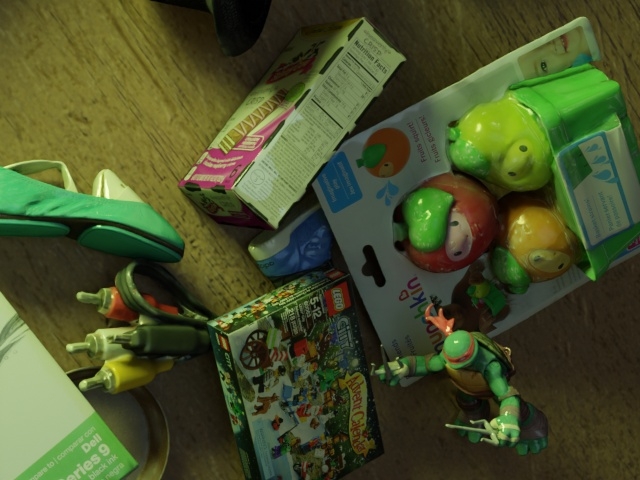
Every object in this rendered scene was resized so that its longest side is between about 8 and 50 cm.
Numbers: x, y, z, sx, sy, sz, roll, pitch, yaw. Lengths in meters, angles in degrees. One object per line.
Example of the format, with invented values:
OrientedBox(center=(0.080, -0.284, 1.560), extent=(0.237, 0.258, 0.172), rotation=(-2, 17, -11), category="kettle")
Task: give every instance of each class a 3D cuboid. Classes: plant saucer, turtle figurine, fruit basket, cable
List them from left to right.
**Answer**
OrientedBox(center=(-0.242, 0.214, 1.653), extent=(0.168, 0.029, 0.169), rotation=(-1, 92, -24), category="plant saucer")
OrientedBox(center=(-0.136, 0.099, 1.688), extent=(0.287, 0.072, 0.140), rotation=(9, 73, -41), category="cable")
OrientedBox(center=(0.166, 0.162, 1.734), extent=(0.118, 0.175, 0.234), rotation=(-53, 143, -8), category="turtle figurine")
OrientedBox(center=(0.195, -0.033, 1.751), extent=(0.353, 0.165, 0.327), rotation=(-31, 122, -12), category="fruit basket")

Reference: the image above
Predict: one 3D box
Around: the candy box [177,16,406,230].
OrientedBox(center=(-0.033, -0.124, 1.660), extent=(0.071, 0.159, 0.233), rotation=(43, 75, -21), category="candy box")

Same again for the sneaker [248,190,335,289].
OrientedBox(center=(0.000, 0.000, 1.738), extent=(0.152, 0.058, 0.085), rotation=(-38, 110, -22), category="sneaker")

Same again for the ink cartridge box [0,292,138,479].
OrientedBox(center=(-0.323, 0.134, 1.492), extent=(0.121, 0.211, 0.289), rotation=(-40, 100, -17), category="ink cartridge box")

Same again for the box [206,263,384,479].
OrientedBox(center=(-0.023, 0.162, 1.701), extent=(0.159, 0.044, 0.233), rotation=(-26, 119, -27), category="box")

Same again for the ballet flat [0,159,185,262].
OrientedBox(center=(-0.247, -0.037, 1.613), extent=(0.247, 0.083, 0.087), rotation=(10, 72, -27), category="ballet flat")

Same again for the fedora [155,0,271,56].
OrientedBox(center=(-0.132, -0.355, 1.586), extent=(0.152, 0.334, 0.334), rotation=(5, 91, 9), category="fedora")
